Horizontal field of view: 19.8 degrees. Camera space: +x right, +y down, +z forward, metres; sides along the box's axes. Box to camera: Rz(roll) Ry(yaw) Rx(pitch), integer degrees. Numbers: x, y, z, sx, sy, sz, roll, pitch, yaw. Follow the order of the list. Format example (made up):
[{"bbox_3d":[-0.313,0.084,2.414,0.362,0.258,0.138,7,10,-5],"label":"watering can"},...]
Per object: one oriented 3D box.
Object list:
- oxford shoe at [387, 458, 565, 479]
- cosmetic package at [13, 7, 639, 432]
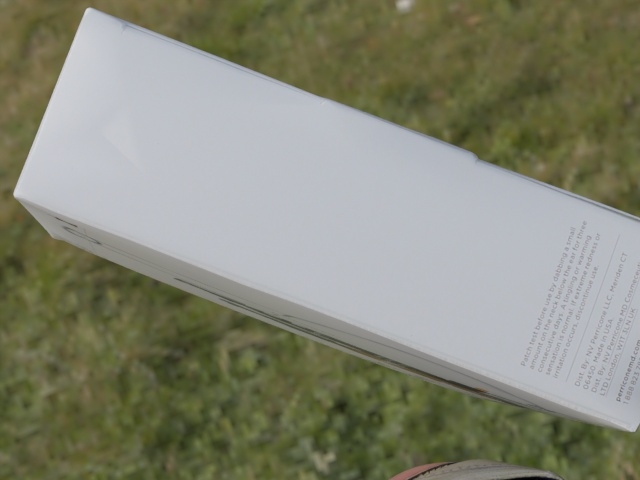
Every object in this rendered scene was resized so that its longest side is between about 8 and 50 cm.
[{"bbox_3d":[0.028,0.231,1.198,0.348,0.123,0.130,-33,5,-39],"label":"oxford shoe"},{"bbox_3d":[0.000,0.000,0.949,0.284,0.097,0.377,23,-5,-4],"label":"cosmetic package"}]
